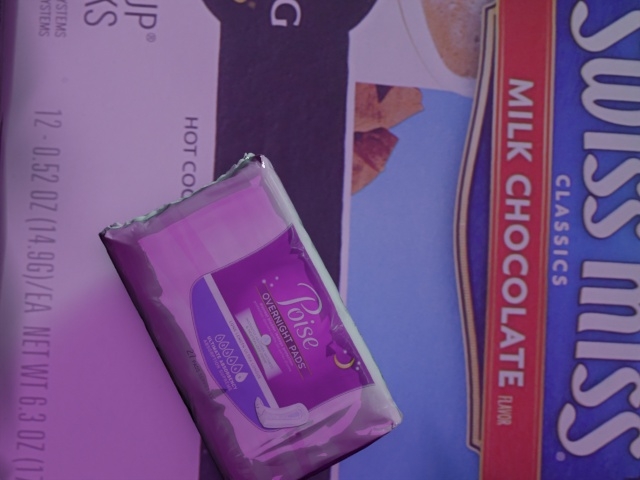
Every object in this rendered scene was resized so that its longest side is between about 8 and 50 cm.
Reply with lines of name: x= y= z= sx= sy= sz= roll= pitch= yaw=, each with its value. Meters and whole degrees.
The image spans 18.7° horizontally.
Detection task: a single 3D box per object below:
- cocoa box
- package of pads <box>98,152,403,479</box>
cocoa box: x=0.000 y=0.000 z=0.709 sx=0.227 sy=0.347 sz=0.232 roll=3 pitch=85 yaw=-7
package of pads: x=-0.018 y=0.023 z=0.513 sx=0.050 sy=0.032 sz=0.083 roll=-28 pitch=91 yaw=-6
